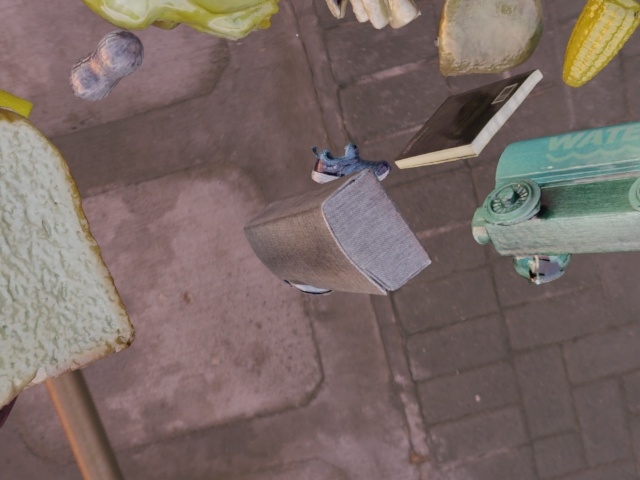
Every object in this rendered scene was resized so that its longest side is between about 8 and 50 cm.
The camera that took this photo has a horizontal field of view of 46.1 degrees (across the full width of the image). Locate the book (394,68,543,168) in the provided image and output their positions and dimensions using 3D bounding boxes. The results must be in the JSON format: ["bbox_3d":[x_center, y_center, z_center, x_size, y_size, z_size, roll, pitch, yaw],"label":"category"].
[{"bbox_3d":[0.211,-0.176,1.118,0.024,0.228,0.160,45,75,-15],"label":"book"}]

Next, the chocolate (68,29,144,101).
[{"bbox_3d":[-0.344,-0.276,1.198,0.167,0.072,0.072,-24,107,36],"label":"chocolate"}]

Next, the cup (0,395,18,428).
[{"bbox_3d":[-0.526,0.137,0.999,0.273,0.208,0.288,21,102,-13],"label":"cup"}]

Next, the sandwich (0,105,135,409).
[{"bbox_3d":[-0.311,0.041,0.597,0.100,0.288,0.254,2,119,44],"label":"sandwich"}]

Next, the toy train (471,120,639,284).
[{"bbox_3d":[0.257,-0.046,0.662,0.101,0.248,0.159,50,55,-33],"label":"toy train"}]

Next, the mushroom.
[{"bbox_3d":[0.411,-0.508,1.845,0.212,0.217,0.292,37,144,24],"label":"mushroom"}]

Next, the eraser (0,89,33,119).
[{"bbox_3d":[-0.646,-0.243,1.521,0.097,0.045,0.122,21,138,-17],"label":"eraser"}]

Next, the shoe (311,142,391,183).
[{"bbox_3d":[0.078,-0.194,1.913,0.207,0.091,0.106,5,108,7],"label":"shoe"}]

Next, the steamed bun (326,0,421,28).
[{"bbox_3d":[0.035,-0.601,1.537,0.189,0.247,0.428,-26,95,16],"label":"steamed bun"}]

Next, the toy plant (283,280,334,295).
[{"bbox_3d":[0.019,-0.012,1.984,0.247,0.332,0.247,5,107,15],"label":"toy plant"}]

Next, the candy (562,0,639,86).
[{"bbox_3d":[0.539,-0.389,1.482,0.094,0.106,0.199,-5,139,-29],"label":"candy"}]

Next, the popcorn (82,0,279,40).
[{"bbox_3d":[-0.128,-0.370,0.761,0.312,0.312,0.312,0,105,-2],"label":"popcorn"}]

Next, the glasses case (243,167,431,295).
[{"bbox_3d":[0.000,0.000,0.530,0.047,0.205,0.070,-39,100,-16],"label":"glasses case"}]
